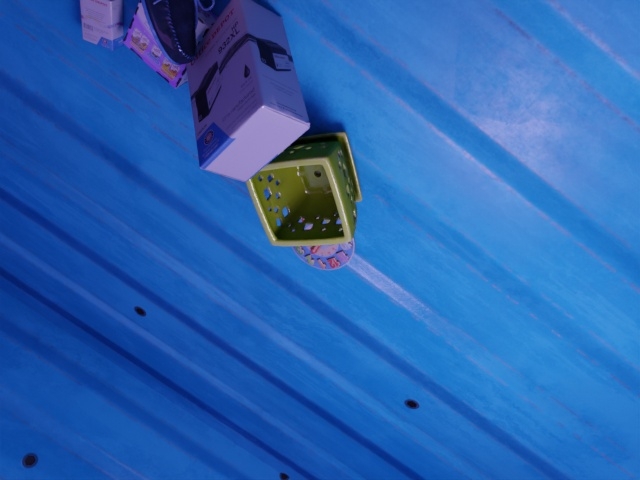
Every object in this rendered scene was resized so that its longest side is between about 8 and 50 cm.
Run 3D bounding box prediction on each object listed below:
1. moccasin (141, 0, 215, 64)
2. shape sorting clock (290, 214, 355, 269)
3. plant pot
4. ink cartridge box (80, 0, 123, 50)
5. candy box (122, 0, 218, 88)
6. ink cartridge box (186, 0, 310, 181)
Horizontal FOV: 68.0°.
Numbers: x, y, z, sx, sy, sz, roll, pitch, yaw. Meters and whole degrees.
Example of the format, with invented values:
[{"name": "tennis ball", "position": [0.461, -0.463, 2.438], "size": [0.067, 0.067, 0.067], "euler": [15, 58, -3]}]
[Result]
[{"name": "moccasin", "position": [-0.297, -0.540, 0.956], "size": [0.116, 0.138, 0.343], "euler": [-6, 104, 14]}, {"name": "shape sorting clock", "position": [0.000, 0.000, 1.366], "size": [0.206, 0.040, 0.206], "euler": [11, 128, 14]}, {"name": "plant pot", "position": [-0.024, -0.136, 1.165], "size": [0.228, 0.207, 0.227], "euler": [-3, 124, 24]}, {"name": "ink cartridge box", "position": [-0.538, -0.549, 1.170], "size": [0.088, 0.052, 0.123], "euler": [23, 132, 4]}, {"name": "candy box", "position": [-0.352, -0.494, 1.122], "size": [0.164, 0.070, 0.196], "euler": [41, 130, -10]}, {"name": "ink cartridge box", "position": [-0.167, -0.320, 1.016], "size": [0.128, 0.308, 0.223], "euler": [11, 146, -44]}]
